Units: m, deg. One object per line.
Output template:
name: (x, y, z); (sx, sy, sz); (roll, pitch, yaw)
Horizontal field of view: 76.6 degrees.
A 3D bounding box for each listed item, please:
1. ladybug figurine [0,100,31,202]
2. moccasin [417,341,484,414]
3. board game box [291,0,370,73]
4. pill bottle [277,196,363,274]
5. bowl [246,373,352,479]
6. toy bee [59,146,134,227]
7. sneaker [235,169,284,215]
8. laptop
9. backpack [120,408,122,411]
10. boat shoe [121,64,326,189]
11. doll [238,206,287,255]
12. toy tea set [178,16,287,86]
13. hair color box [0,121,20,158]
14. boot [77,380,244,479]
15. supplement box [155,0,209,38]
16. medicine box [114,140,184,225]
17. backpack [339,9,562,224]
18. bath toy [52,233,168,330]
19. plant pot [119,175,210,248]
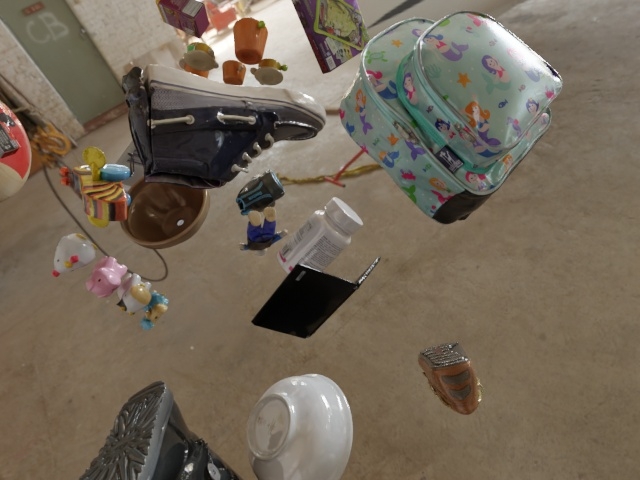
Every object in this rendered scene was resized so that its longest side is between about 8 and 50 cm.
ladybug figurine: (-1.100, -0.321, 1.288); (0.162, 0.305, 0.449); (-40, 62, 39)
moccasin: (0.339, 0.348, 1.042); (0.139, 0.380, 0.147); (-16, 81, 3)
board game box: (0.017, -0.720, 1.232); (0.208, 0.347, 0.056); (-38, 28, -19)
pill bottle: (0.000, 0.000, 1.373); (0.283, 0.160, 0.160); (-46, 35, 16)
bowl: (-0.080, 0.451, 0.962); (0.297, 0.134, 0.298); (-25, 46, 28)
toy bee: (-0.554, -0.128, 0.999); (0.162, 0.195, 0.298); (-1, 9, -22)
sneaker: (-0.224, -0.149, 1.351); (0.139, 0.125, 0.341); (-33, 4, -13)
laptop: (-0.004, 0.121, 1.006); (0.234, 0.136, 0.264); (-50, -6, 33)
backpack: (-0.486, 0.477, 1.105); (0.120, 0.098, 0.101); (6, 58, -23)
boat shoe: (-0.132, -0.159, 0.657); (0.340, 0.158, 0.127); (-3, -7, -34)
doll: (-0.143, -0.011, 1.005); (0.129, 0.189, 0.046); (-16, 66, -20)
toy tea set: (-0.271, -0.541, 1.174); (0.336, 0.200, 0.124); (0, 78, 12)
hair color box: (-0.869, -0.271, 1.107); (0.043, 0.072, 0.141); (-37, 26, -33)
boot: (-0.248, 0.546, 0.770); (0.146, 0.445, 0.367); (-24, 18, 7)
supplement box: (-0.266, -0.441, 0.785); (0.083, 0.055, 0.043); (26, 75, 1)
medicine box: (-0.514, -0.198, 1.339); (0.149, 0.289, 0.264); (17, 65, 11)
backpack: (0.161, -0.180, 0.544); (0.253, 0.191, 0.225); (43, 64, 11)
bath toy: (-0.617, 0.124, 1.187); (0.151, 0.348, 0.129); (-3, 50, 47)
plant pot: (-0.396, -0.071, 1.078); (0.237, 0.110, 0.237); (-4, 62, 7)
